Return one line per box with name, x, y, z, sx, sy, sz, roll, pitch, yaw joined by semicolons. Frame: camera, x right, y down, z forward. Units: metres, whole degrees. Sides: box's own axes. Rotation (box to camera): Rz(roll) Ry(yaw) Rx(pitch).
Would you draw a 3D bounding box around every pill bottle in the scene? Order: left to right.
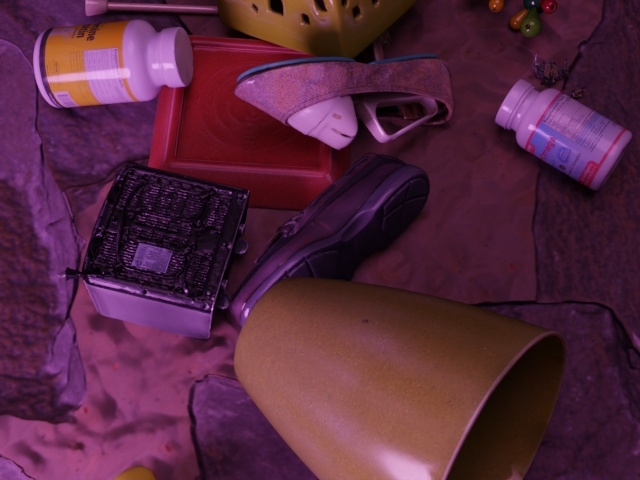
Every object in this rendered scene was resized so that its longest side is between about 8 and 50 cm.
pill bottle;-0.260;-0.225;1.382;0.184;0.103;0.103;-3;61;12
pill bottle;0.308;-0.139;1.395;0.160;0.087;0.087;33;65;14

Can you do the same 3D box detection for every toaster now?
toaster;-0.185;0.012;1.277;0.185;0.110;0.168;13;62;3

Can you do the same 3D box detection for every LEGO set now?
LEGO set;0.318;-0.219;1.478;0.054;0.023;0.083;-26;79;-13

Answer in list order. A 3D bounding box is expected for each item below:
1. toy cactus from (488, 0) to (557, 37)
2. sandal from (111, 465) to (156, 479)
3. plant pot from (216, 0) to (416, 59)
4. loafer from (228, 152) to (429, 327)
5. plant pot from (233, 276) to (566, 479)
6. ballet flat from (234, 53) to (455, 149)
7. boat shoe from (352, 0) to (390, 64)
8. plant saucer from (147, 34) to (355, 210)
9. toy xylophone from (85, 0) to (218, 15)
toy cactus;0.284;-0.385;1.526;0.180;0.112;0.219;-13;55;-20
sandal;-0.233;0.380;1.078;0.138;0.126;0.317;35;67;11
plant pot;-0.003;-0.393;1.404;0.227;0.207;0.228;23;56;31
loafer;0.000;0.000;1.309;0.302;0.109;0.095;-39;53;-22
plant pot;0.061;0.159;1.149;0.293;0.275;0.275;26;63;27
ballet flat;0.046;-0.171;1.351;0.316;0.107;0.106;-10;79;-31
boat shoe;0.071;-0.276;1.477;0.045;0.050;0.135;1;65;-28
plant saucer;-0.086;-0.165;1.413;0.259;0.048;0.258;4;62;-1
toy xylophone;-0.228;-0.426;1.524;0.322;0.081;0.236;-5;63;-5
